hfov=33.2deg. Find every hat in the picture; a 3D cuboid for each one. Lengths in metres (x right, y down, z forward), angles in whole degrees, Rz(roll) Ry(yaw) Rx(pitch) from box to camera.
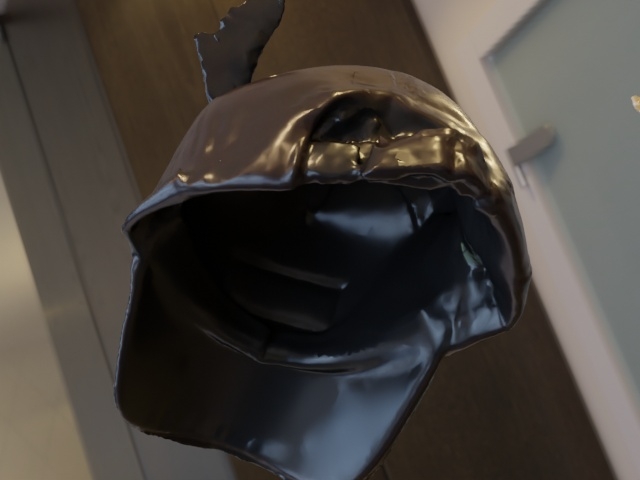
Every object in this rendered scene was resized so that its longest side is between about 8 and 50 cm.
[{"bbox_3d":[-0.005,-0.001,0.712,0.238,0.209,0.336,20,-49,-9],"label":"hat"}]

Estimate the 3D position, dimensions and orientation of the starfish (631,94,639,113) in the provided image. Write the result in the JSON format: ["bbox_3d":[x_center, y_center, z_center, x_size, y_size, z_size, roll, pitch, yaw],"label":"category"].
[{"bbox_3d":[0.357,-0.152,0.852,0.238,0.071,0.216,-40,1,-34],"label":"starfish"}]
